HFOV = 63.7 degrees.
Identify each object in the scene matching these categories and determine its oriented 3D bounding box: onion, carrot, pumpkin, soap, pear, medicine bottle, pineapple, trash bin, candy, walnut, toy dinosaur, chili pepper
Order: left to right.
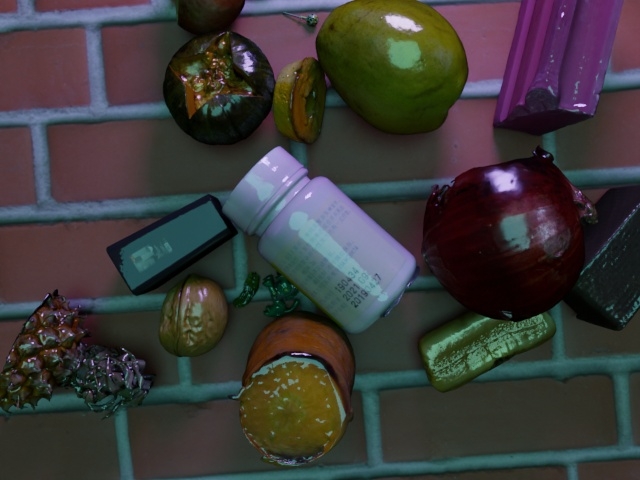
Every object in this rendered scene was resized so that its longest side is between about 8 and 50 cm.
[{"bbox_3d":[-0.485,0.271,1.073,0.271,0.262,0.263,26,91,-14],"label":"pineapple"},{"bbox_3d":[-0.297,0.005,1.082,0.225,0.165,0.115,-30,91,-3],"label":"trash bin"},{"bbox_3d":[-0.268,0.159,1.097,0.144,0.144,0.180,3,87,-1],"label":"walnut"},{"bbox_3d":[-0.209,-0.315,1.077,0.237,0.159,0.238,-1,76,6],"label":"pumpkin"},{"bbox_3d":[-0.162,0.112,1.154,0.030,0.034,0.091,31,92,32],"label":"chili pepper"},{"bbox_3d":[-0.076,0.115,1.143,0.132,0.059,0.096,-22,103,5],"label":"toy dinosaur"},{"bbox_3d":[-0.040,0.260,0.999,0.224,0.341,0.224,0,92,0],"label":"carrot"},{"bbox_3d":[-0.044,-0.497,1.143,0.083,0.025,0.023,19,108,5],"label":"candy"},{"bbox_3d":[0.000,0.000,1.059,0.378,0.213,0.213,43,90,-1],"label":"medicine bottle"},{"bbox_3d":[0.145,-0.355,1.043,0.307,0.253,0.253,32,91,10],"label":"pear"},{"bbox_3d":[0.350,0.000,0.995,0.340,0.341,0.342,0,91,-1],"label":"onion"},{"bbox_3d":[0.482,-0.412,1.047,0.127,0.233,0.360,13,91,-3],"label":"soap"}]

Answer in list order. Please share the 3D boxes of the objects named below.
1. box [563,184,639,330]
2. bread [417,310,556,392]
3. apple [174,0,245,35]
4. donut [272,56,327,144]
[{"bbox_3d":[0.613,0.031,1.083,0.143,0.184,0.273,40,91,0],"label":"box"},{"bbox_3d":[0.356,0.209,1.127,0.305,0.091,0.142,-28,84,0],"label":"bread"},{"bbox_3d":[-0.234,-0.524,1.064,0.160,0.173,0.195,-1,94,2],"label":"apple"},{"bbox_3d":[-0.044,-0.294,1.086,0.065,0.162,0.179,7,82,24],"label":"donut"}]
